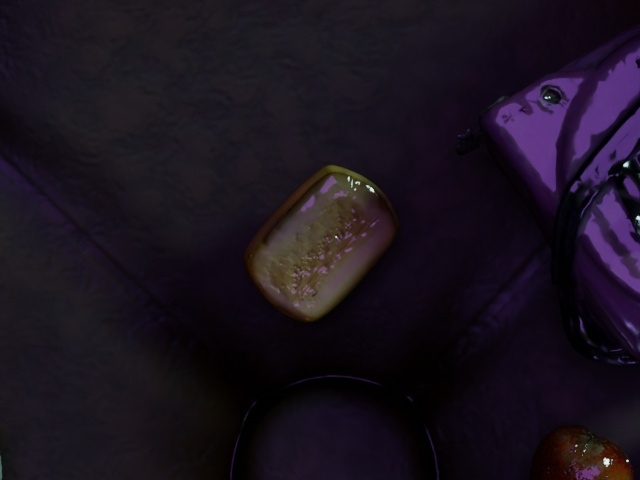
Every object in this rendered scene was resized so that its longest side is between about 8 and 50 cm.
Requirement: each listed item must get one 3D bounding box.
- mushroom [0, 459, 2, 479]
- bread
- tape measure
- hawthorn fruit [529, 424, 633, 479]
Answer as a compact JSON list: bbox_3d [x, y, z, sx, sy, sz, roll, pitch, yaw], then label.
[{"bbox_3d":[-0.252,0.231,1.139,0.081,0.092,0.223,-36,70,44],"label":"mushroom"},{"bbox_3d":[0.000,0.000,1.161,0.082,0.056,0.115,38,99,-8],"label":"bread"},{"bbox_3d":[0.247,-0.036,1.093,0.245,0.149,0.231,-33,78,1],"label":"tape measure"},{"bbox_3d":[0.177,0.166,1.109,0.077,0.077,0.077,-1,81,6],"label":"hawthorn fruit"}]
